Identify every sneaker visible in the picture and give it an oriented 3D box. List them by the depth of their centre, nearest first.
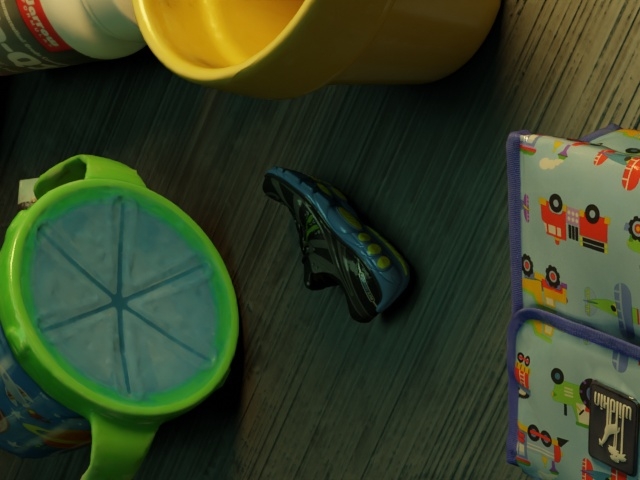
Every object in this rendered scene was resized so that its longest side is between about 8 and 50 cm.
[{"bbox_3d":[0.000,0.000,1.704,0.078,0.067,0.188,-54,52,16],"label":"sneaker"}]

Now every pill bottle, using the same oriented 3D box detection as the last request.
[{"bbox_3d":[-0.248,-0.252,1.938,0.283,0.161,0.161,-2,81,46],"label":"pill bottle"}]

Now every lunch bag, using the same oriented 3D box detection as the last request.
[{"bbox_3d":[0.242,0.081,1.422,0.221,0.138,0.293,18,108,45],"label":"lunch bag"}]

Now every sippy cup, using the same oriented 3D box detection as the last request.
[{"bbox_3d":[-0.229,0.091,1.828,0.224,0.240,0.305,-36,15,48],"label":"sippy cup"}]

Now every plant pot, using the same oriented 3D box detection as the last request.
[{"bbox_3d":[0.013,-0.230,1.611,0.254,0.239,0.254,-10,76,45],"label":"plant pot"}]

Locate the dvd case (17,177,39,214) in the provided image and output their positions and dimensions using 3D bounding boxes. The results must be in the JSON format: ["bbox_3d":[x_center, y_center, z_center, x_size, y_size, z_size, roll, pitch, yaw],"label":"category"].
[{"bbox_3d":[-0.273,-0.024,2.028,0.119,0.013,0.087,-3,80,45],"label":"dvd case"}]
